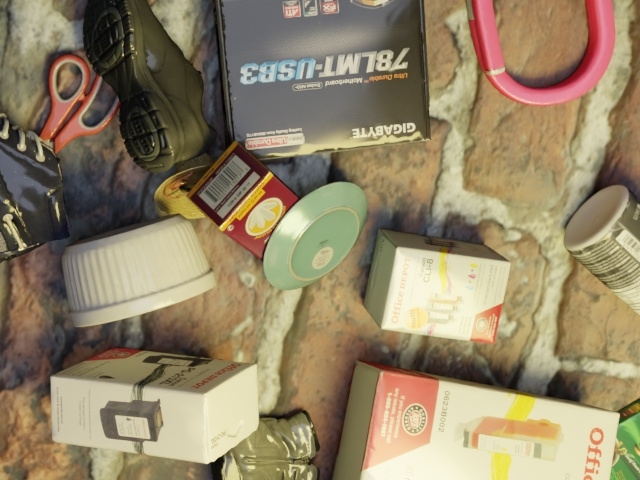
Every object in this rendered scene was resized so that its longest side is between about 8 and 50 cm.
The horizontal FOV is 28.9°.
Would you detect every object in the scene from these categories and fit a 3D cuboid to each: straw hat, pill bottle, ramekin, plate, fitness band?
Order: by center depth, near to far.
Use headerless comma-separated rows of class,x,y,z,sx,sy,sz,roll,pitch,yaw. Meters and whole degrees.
ramekin,-0.254,0.036,1.702,0.207,0.207,0.109,-16,95,-7
straw hat,-0.171,-0.093,1.754,0.144,0.144,0.061,-15,62,-7
plate,0.000,0.000,1.769,0.188,0.024,0.188,-30,143,-26
fitness band,0.320,-0.338,1.800,0.209,0.054,0.291,-14,105,-8
pill bottle,0.493,0.039,1.874,0.245,0.130,0.130,40,93,-16

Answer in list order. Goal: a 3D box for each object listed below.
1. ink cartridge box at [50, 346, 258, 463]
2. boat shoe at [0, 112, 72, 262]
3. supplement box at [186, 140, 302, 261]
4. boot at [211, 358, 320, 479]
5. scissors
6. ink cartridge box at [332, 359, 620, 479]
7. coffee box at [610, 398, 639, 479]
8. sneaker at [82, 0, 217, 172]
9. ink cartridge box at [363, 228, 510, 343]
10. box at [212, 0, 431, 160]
ink cartridge box,-0.223,0.222,1.709,0.237,0.172,0.100,4,101,21
boat shoe,-0.437,-0.136,1.669,0.158,0.127,0.341,-13,109,-6
supplement box,-0.088,-0.044,1.720,0.104,0.081,0.188,-48,150,1
boot,-0.089,0.277,1.858,0.161,0.083,0.247,-13,104,-20
scissors,-0.377,-0.123,1.734,0.109,0.021,0.297,28,95,-15
ink cartridge box,0.225,0.351,1.850,0.384,0.160,0.279,11,86,-13
coffee box,0.519,0.314,1.984,0.184,0.040,0.113,-29,105,-3
sneaker,-0.231,-0.234,1.701,0.130,0.109,0.286,-18,90,-47
ink cartridge box,0.166,0.066,1.821,0.176,0.127,0.128,8,101,-11
box,0.001,-0.270,1.749,0.295,0.073,0.293,-6,102,-9
